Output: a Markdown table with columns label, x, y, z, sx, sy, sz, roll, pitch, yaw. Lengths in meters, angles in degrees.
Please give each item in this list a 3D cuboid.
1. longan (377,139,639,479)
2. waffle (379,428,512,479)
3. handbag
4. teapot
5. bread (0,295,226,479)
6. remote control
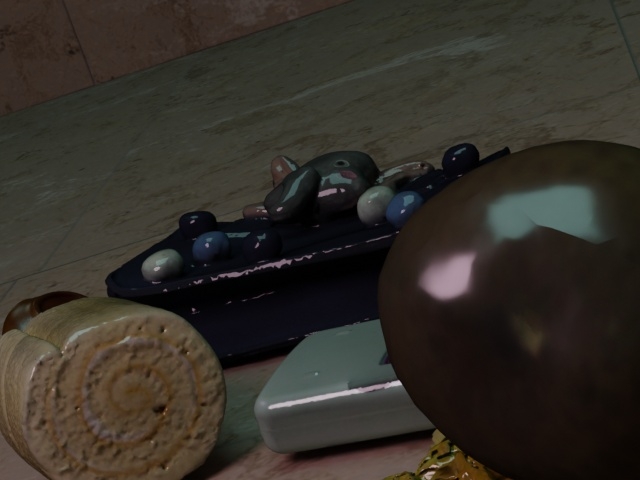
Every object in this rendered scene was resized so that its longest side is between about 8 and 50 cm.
| label | x | y | z | sx | sy | sz | roll | pitch | yaw |
| --- | --- | --- | --- | --- | --- | --- | --- | --- | --- |
| longan | 0.137 | 0.039 | 0.961 | 0.212 | 0.198 | 0.198 | 7 | 29 | 44 |
| waffle | 0.101 | 0.157 | 1.015 | 0.254 | 0.052 | 0.245 | -8 | 17 | 34 |
| handbag | 0.000 | 0.000 | 1.614 | 0.325 | 0.118 | 0.269 | -12 | 15 | 19 |
| teapot | -0.227 | 0.093 | 1.655 | 0.098 | 0.078 | 0.129 | 29 | 22 | 15 |
| bread | -0.154 | 0.111 | 1.354 | 0.148 | 0.134 | 0.141 | -12 | 7 | -19 |
| remote control | 0.107 | 0.080 | 1.280 | 0.296 | 0.056 | 0.140 | -12 | 18 | 23 |
